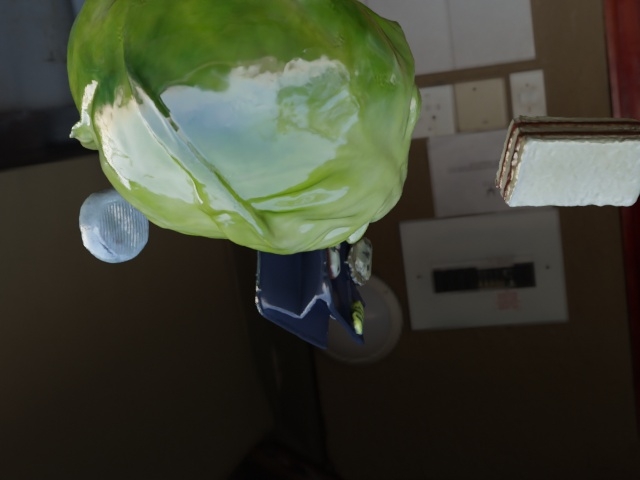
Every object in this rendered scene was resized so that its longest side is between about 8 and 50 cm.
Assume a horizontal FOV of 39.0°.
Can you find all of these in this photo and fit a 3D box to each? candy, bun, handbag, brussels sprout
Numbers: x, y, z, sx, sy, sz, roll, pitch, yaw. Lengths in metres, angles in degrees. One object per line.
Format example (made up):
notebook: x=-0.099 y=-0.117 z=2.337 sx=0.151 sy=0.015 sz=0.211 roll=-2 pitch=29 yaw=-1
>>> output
candy: x=0.572 y=-0.180 z=2.048 sx=0.321 sy=0.179 sz=0.135 roll=-1 pitch=-146 yaw=-8
bun: x=-0.385 y=-0.028 z=1.662 sx=0.083 sy=0.140 sz=0.141 roll=-3 pitch=-171 yaw=40
handbag: x=0.000 y=0.000 z=1.450 sx=0.122 sy=0.303 sz=0.329 roll=-7 pitch=160 yaw=14
brussels sprout: x=-0.100 y=-0.167 z=1.076 sx=0.426 sy=0.342 sz=0.361 roll=10 pitch=179 yaw=11
